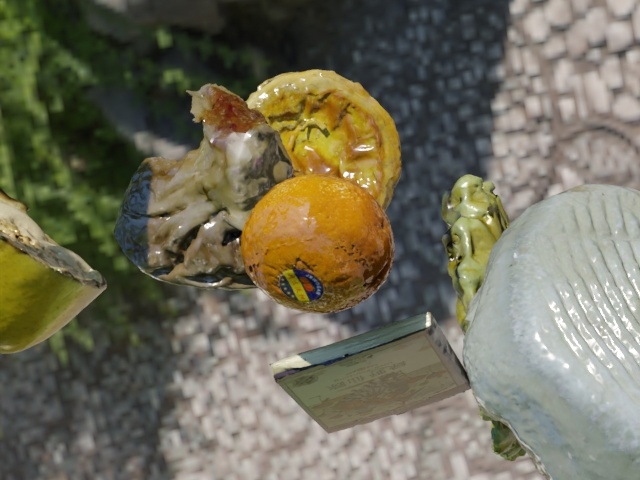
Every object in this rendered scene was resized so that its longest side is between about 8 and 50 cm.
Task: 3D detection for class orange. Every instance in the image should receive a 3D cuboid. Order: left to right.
[{"bbox_3d":[0.000,0.001,1.587,0.135,0.117,0.136,13,132,14],"label":"orange"}]

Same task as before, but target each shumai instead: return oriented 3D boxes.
[{"bbox_3d":[-0.102,-0.054,1.784,0.176,0.205,0.166,93,178,-49],"label":"shumai"}]

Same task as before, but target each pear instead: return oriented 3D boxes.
[{"bbox_3d":[-0.399,0.041,2.106,0.178,0.267,0.267,-54,40,1],"label":"pear"}]

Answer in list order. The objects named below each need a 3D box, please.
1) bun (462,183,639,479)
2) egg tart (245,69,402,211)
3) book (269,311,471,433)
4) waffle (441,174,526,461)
[{"bbox_3d":[0.294,0.113,1.702,0.354,0.354,0.194,63,145,26],"label":"bun"},{"bbox_3d":[-0.013,-0.106,2.382,0.106,0.241,0.241,153,104,-80],"label":"egg tart"},{"bbox_3d":[0.054,0.134,1.745,0.231,0.157,0.026,54,-161,-67],"label":"book"},{"bbox_3d":[0.204,0.090,2.062,0.297,0.073,0.317,59,-155,-56],"label":"waffle"}]
